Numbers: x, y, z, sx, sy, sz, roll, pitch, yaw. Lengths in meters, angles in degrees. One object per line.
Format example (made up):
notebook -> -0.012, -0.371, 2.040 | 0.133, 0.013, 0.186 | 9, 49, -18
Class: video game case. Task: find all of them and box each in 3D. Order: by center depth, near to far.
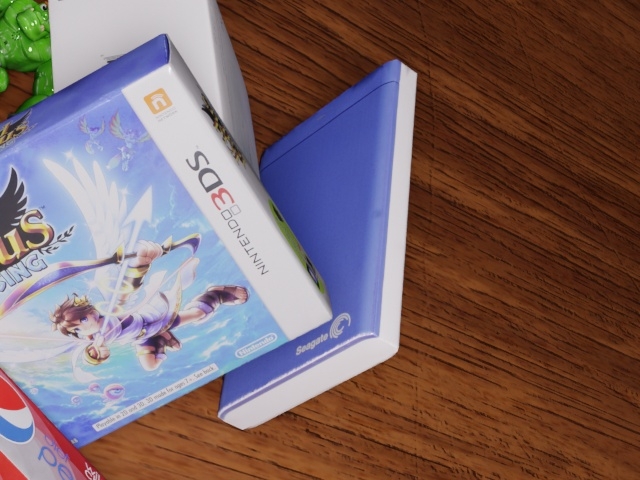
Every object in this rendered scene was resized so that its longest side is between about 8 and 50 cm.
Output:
video game case -> -0.165, 0.018, 0.947 | 0.244, 0.269, 0.061 | 58, 8, -30

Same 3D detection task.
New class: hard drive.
hard drive -> 0.000, 0.000, 1.217 | 0.040, 0.210, 0.319 | 32, 46, -28

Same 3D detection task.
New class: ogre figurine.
ogre figurine -> -0.287, -0.171, 1.139 | 0.118, 0.097, 0.197 | -31, 73, -33

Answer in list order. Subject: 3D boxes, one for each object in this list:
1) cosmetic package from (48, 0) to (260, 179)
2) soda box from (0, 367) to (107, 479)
cosmetic package -> -0.131, -0.081, 1.114 | 0.225, 0.138, 0.224 | 76, 4, -65
soda box -> -0.232, 0.169, 0.921 | 0.263, 0.092, 0.083 | 52, 13, -21
